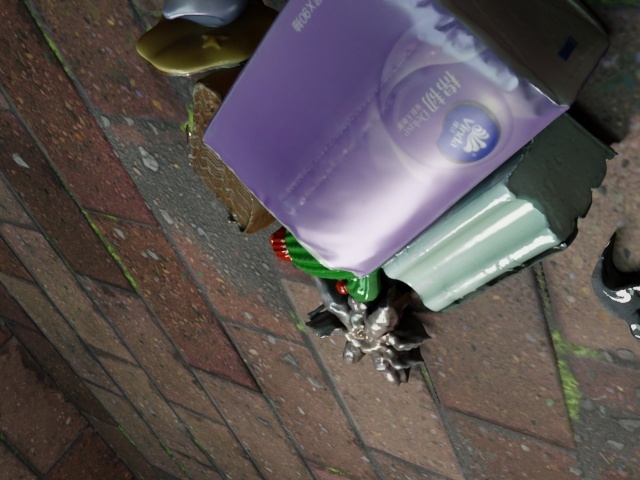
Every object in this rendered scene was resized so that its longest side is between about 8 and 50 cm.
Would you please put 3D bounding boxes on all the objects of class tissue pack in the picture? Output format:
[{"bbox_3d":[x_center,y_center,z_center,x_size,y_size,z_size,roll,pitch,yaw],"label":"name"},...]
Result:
[{"bbox_3d":[0.057,-0.136,0.794,0.242,0.160,0.338,41,140,-3],"label":"tissue pack"}]

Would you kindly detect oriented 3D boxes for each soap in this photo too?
[{"bbox_3d":[0.176,-0.030,0.863,0.094,0.150,0.261,38,150,-5],"label":"soap"}]

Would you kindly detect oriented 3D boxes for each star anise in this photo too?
[{"bbox_3d":[0.072,0.121,1.238,0.229,0.093,0.236,41,152,-5],"label":"star anise"}]

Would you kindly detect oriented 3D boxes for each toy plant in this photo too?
[{"bbox_3d":[0.003,-0.009,1.150,0.240,0.088,0.155,31,136,42],"label":"toy plant"}]

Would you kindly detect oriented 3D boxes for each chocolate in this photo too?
[{"bbox_3d":[-0.095,-0.118,1.080,0.148,0.093,0.214,49,152,16],"label":"chocolate"}]

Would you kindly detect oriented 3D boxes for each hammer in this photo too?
[{"bbox_3d":[0.393,0.033,0.824,0.137,0.037,0.289,46,150,-15],"label":"hammer"}]

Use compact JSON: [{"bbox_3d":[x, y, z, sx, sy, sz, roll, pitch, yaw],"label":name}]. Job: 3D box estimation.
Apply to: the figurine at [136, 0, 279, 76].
[{"bbox_3d":[-0.144,-0.313,0.816,0.208,0.180,0.257,51,157,44],"label":"figurine"}]
